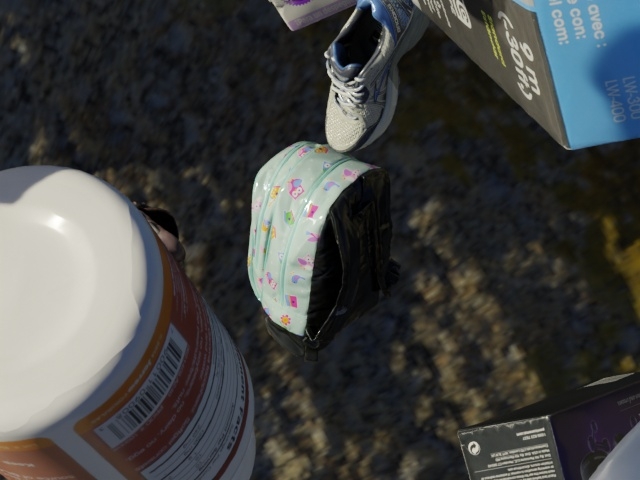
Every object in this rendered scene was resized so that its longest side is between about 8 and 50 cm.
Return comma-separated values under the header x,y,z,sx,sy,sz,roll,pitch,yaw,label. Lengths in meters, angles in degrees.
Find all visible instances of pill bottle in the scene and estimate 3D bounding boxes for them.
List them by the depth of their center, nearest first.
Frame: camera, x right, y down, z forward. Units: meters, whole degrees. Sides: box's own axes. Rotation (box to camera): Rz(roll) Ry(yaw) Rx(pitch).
x,y,z,sx,sy,sz,roll,pitch,yaw,label
-0.100,0.064,0.756,0.121,0.216,0.121,-6,64,11,pill bottle

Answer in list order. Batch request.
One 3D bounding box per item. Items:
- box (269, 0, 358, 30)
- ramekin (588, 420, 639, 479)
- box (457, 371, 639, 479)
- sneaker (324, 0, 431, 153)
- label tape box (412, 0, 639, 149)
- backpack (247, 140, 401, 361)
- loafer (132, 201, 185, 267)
x,y,z,sx,sy,sz,roll,pitch,yaw,label
0.107,-0.246,1.146,0.324,0.063,0.067,-21,49,14,box
0.285,0.186,1.003,0.277,0.277,0.135,-20,50,-23,ramekin
0.251,0.227,1.485,0.261,0.103,0.184,-11,87,-53,box
0.023,-0.114,1.097,0.052,0.135,0.058,37,37,25,sneaker
0.121,-0.191,0.858,0.115,0.348,0.249,-23,123,-5,label tape box
0.000,0.000,1.542,0.115,0.182,0.152,23,43,23,backpack
-0.187,0.009,1.869,0.095,0.302,0.109,-42,102,5,loafer
